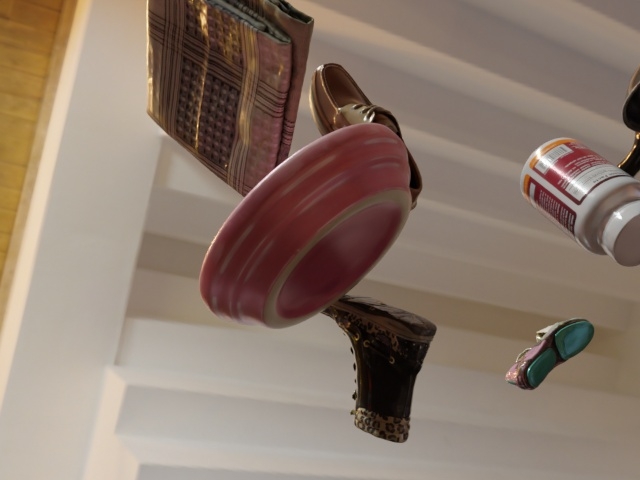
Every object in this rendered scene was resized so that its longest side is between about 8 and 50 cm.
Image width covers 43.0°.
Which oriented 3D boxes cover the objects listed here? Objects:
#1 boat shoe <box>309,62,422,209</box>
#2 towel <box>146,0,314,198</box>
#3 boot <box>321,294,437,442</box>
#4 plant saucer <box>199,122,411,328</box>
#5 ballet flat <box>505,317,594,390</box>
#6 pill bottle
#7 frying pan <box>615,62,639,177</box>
[{"bbox_3d":[0.089,-0.187,1.424,0.123,0.324,0.116,-17,-19,-37],"label":"boat shoe"},{"bbox_3d":[-0.151,-0.239,1.164,0.056,0.324,0.312,-23,52,-38],"label":"towel"},{"bbox_3d":[0.060,0.177,1.191,0.085,0.178,0.236,5,7,-40],"label":"boot"},{"bbox_3d":[0.000,0.000,1.050,0.084,0.332,0.332,46,12,21],"label":"plant saucer"},{"bbox_3d":[0.431,0.211,1.555,0.222,0.076,0.079,-33,18,-30],"label":"ballet flat"},{"bbox_3d":[0.278,-0.039,0.827,0.086,0.086,0.152,13,24,-30],"label":"pill bottle"},{"bbox_3d":[0.398,-0.147,0.855,0.197,0.053,0.326,-17,-22,2],"label":"frying pan"}]
